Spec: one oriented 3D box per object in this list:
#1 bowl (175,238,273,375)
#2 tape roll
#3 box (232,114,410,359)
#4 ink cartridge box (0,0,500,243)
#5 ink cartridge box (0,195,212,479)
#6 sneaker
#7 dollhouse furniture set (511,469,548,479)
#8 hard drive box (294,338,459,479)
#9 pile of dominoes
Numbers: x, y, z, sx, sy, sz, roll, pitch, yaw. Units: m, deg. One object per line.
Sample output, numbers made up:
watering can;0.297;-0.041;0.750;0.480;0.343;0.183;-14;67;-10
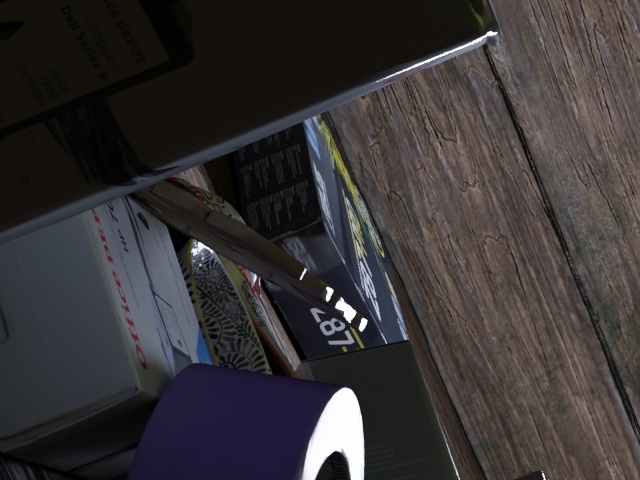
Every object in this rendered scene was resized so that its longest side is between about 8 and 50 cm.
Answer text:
bowl;-0.082;0.089;1.143;0.170;0.080;0.170;-21;90;-83
tape roll;-0.039;0.159;0.915;0.189;0.080;0.189;7;90;-76
box;0.000;0.000;2.051;0.395;0.097;0.318;-102;165;-55
ink cartridge box;-0.092;-0.072;0.649;0.211;0.289;0.121;-51;120;-83
ink cartridge box;-0.121;0.045;0.963;0.190;0.082;0.139;52;18;-74
sneaker;-0.061;0.080;1.301;0.145;0.090;0.270;-2;68;-81
dollhouse furniture set;0.069;0.262;1.096;0.212;0.242;0.161;49;21;-70
hard drive box;0.036;0.216;1.328;0.181;0.089;0.232;121;-45;-58
pile of dominoes;-0.091;-0.041;1.005;0.251;0.040;0.196;28;-6;16
